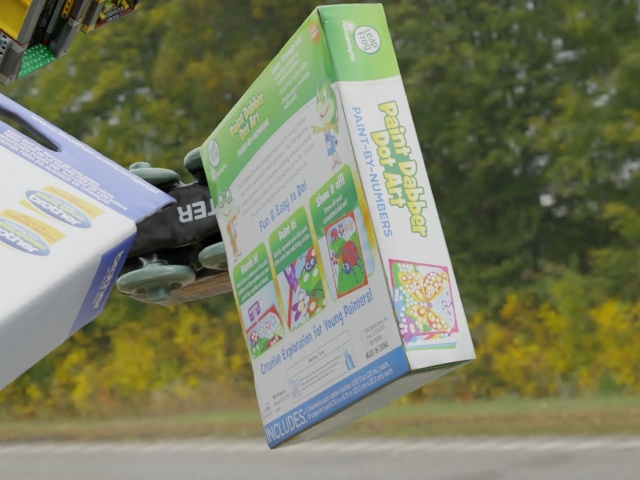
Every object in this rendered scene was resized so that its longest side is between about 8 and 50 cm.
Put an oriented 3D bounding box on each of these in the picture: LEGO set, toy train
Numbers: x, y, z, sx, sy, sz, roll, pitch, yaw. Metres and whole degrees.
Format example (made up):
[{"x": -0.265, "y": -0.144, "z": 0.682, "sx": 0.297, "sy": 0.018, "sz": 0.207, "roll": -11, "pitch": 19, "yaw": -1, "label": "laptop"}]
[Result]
[{"x": -0.259, "y": -0.304, "z": 1.292, "sx": 0.331, "sy": 0.255, "sz": 0.192, "roll": -29, "pitch": -23, "yaw": -52, "label": "LEGO set"}, {"x": -0.068, "y": -0.022, "z": 1.404, "sx": 0.334, "sy": 0.142, "sz": 0.190, "roll": -15, "pitch": -14, "yaw": 15, "label": "toy train"}]

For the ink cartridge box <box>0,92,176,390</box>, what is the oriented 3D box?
[{"x": -0.204, "y": 0.002, "z": 0.587, "sx": 0.186, "sy": 0.065, "sz": 0.311, "roll": 29, "pitch": 27, "yaw": 8, "label": "ink cartridge box"}]

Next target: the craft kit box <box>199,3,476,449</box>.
[{"x": 0.000, "y": 0.000, "z": 0.998, "sx": 0.061, "sy": 0.246, "sz": 0.250, "roll": -10, "pitch": -14, "yaw": -26, "label": "craft kit box"}]
